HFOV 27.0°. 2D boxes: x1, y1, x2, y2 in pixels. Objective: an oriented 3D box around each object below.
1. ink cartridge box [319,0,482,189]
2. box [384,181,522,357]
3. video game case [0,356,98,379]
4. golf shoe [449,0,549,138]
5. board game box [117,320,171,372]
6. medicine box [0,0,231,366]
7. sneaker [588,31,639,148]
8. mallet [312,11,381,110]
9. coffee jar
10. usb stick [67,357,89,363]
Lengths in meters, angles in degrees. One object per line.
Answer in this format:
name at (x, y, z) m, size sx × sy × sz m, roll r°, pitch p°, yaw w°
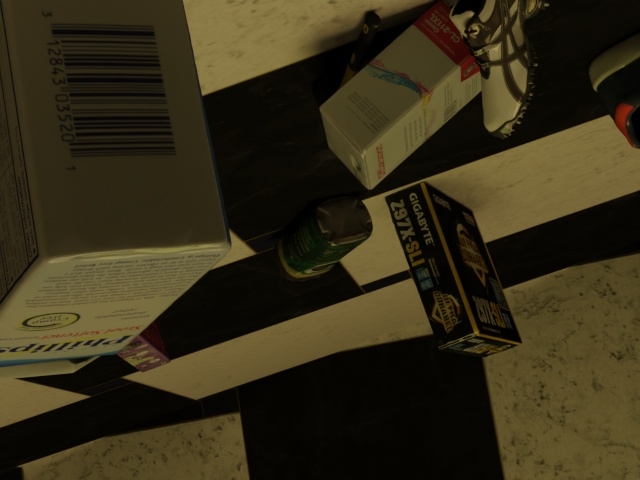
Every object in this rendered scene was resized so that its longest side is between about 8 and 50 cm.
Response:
ink cartridge box at (0.088, -0.151, 1.410) m, size 0.175 × 0.072 × 0.127 m, roll -42°, pitch 165°, yaw -7°
box at (0.224, 0.056, 2.188) m, size 0.079 × 0.257 × 0.322 m, roll -22°, pitch 166°, yaw 16°
video game case at (-0.461, 0.185, 2.090) m, size 0.227 × 0.026 × 0.206 m, roll -6°, pitch -175°, yaw 9°
golf shoe at (0.166, -0.199, 1.318) m, size 0.094 × 0.198 × 0.077 m, roll -1°, pitch -159°, yaw -14°
board game box at (-0.256, 0.033, 1.570) m, size 0.056 × 0.208 × 0.347 m, roll -17°, pitch 167°, yaw -1°
medicine box at (-0.212, -0.062, 1.087) m, size 0.149 × 0.263 × 0.289 m, roll -3°, pitch 161°, yaw -28°
sneaker at (0.486, -0.223, 1.633) m, size 0.131 × 0.148 × 0.350 m, roll -9°, pitch 164°, yaw -33°
mallet at (0.030, -0.190, 1.431) m, size 0.039 × 0.062 × 0.189 m, roll -19°, pitch 153°, yaw -21°
coffee jar at (0.000, 0.000, 2.049) m, size 0.096 × 0.079 × 0.184 m, roll -13°, pitch 165°, yaw -29°
usb stick at (-0.392, 0.103, 1.852) m, size 0.077 × 0.045 × 0.278 m, roll -34°, pitch 146°, yaw 9°
